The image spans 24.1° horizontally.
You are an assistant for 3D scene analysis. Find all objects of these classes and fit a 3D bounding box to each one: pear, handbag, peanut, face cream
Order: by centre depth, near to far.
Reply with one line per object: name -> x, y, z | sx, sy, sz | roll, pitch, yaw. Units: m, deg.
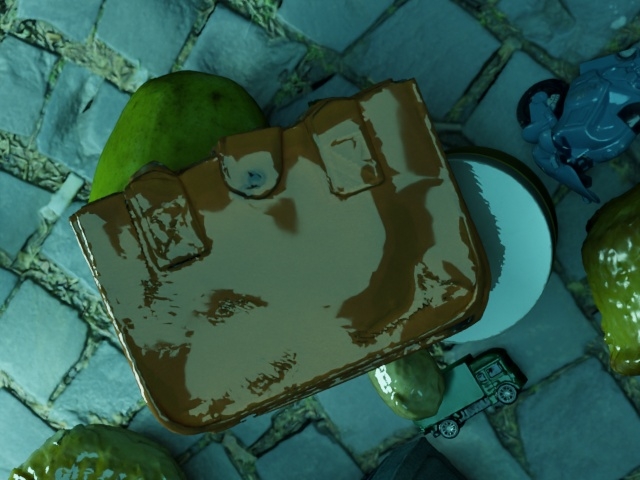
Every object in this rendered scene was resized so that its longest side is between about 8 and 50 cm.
handbag -> -0.039, 0.017, 1.658 | 0.410, 0.116, 0.303 | -22, 95, 1
face cream -> 0.175, 0.000, 1.803 | 0.218, 0.179, 0.218 | 2, 99, 11
pear -> -0.158, -0.049, 1.829 | 0.253, 0.253, 0.307 | 0, 88, 11
peanut -> 0.088, 0.133, 1.862 | 0.099, 0.099, 0.214 | -39, 51, 14

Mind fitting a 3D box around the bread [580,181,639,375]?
bread -> 0.438, 0.004, 1.659 | 0.337, 0.358, 0.204 | -35, 93, 15

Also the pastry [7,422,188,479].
pastry -> -0.292, 0.403, 1.957 | 0.330, 0.136, 0.329 | -1, 82, 10

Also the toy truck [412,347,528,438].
toy truck -> 0.185, 0.192, 1.891 | 0.147, 0.065, 0.079 | -31, 89, 15

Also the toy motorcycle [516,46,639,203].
toy motorcycle -> 0.356, -0.141, 1.752 | 0.272, 0.123, 0.182 | -16, 57, 28

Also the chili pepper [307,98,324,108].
chili pepper -> 0.000, 0.000, 1.891 | 0.085, 0.076, 0.359 | 15, 101, 53

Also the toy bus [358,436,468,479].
toy bus -> 0.159, 0.420, 1.863 | 0.323, 0.162, 0.194 | 44, 122, 2
